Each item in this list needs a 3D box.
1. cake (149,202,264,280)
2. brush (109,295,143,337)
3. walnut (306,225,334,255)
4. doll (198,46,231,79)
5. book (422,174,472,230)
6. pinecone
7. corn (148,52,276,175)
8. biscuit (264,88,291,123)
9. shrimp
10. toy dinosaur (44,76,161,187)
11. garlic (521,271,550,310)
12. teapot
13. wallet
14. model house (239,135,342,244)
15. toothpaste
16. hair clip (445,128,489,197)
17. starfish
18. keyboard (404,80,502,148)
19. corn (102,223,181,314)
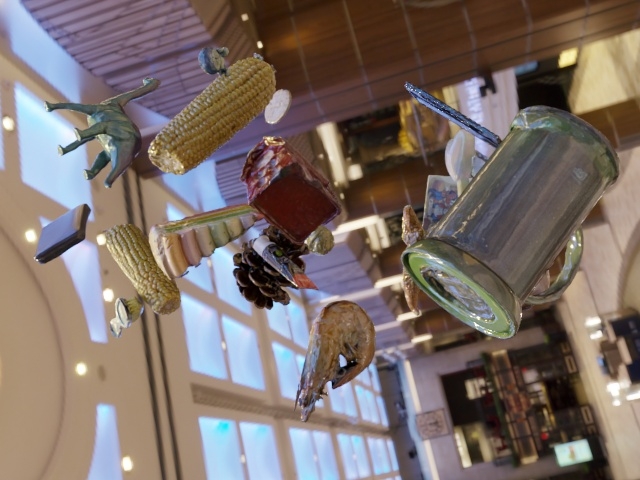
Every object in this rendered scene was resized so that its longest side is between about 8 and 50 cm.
[{"bbox_3d":[-0.225,-0.025,1.365,0.109,0.225,0.090,23,143,61],"label":"cake"},{"bbox_3d":[-0.488,0.191,1.786,0.068,0.060,0.297,64,153,7],"label":"brush"},{"bbox_3d":[0.000,0.000,2.029,0.092,0.092,0.092,-16,-90,-82],"label":"walnut"},{"bbox_3d":[-0.245,-0.408,1.625,0.083,0.050,0.076,-9,-93,-65],"label":"doll"},{"bbox_3d":[0.444,-0.089,2.140,0.027,0.264,0.202,10,-92,-65],"label":"book"},{"bbox_3d":[-0.150,0.078,2.216,0.244,0.309,0.244,26,-143,-21],"label":"pinecone"},{"bbox_3d":[-0.255,-0.308,1.749,0.144,0.387,0.144,36,161,14],"label":"corn"},{"bbox_3d":[-0.130,-0.410,2.157,0.015,0.120,0.120,25,-138,-39],"label":"biscuit"},{"bbox_3d":[0.035,0.264,1.520,0.063,0.152,0.287,-38,30,64],"label":"shrimp"},{"bbox_3d":[-0.440,-0.269,1.668,0.383,0.330,0.129,42,139,31],"label":"toy dinosaur"},{"bbox_3d":[0.373,0.083,1.550,0.256,0.207,0.207,17,-126,-52],"label":"garlic"},{"bbox_3d":[0.318,-0.024,1.086,0.270,0.337,0.200,45,165,-25],"label":"teapot"},{"bbox_3d":[-0.673,-0.020,1.849,0.044,0.149,0.250,60,176,-25],"label":"wallet"},{"bbox_3d":[-0.084,-0.142,1.747,0.196,0.160,0.254,40,-167,-31],"label":"model house"},{"bbox_3d":[-0.081,0.057,1.622,0.071,0.045,0.193,11,-157,-49],"label":"toothpaste"},{"bbox_3d":[0.338,-0.161,1.575,0.218,0.071,0.159,-129,44,-58],"label":"hair clip"},{"bbox_3d":[0.222,0.036,1.341,0.050,0.138,0.248,-52,-39,-52],"label":"starfish"},{"bbox_3d":[0.264,-0.238,1.370,0.250,0.017,0.087,41,-173,36],"label":"keyboard"},{"bbox_3d":[-0.437,0.059,1.745,0.310,0.101,0.101,44,171,30],"label":"corn"}]
